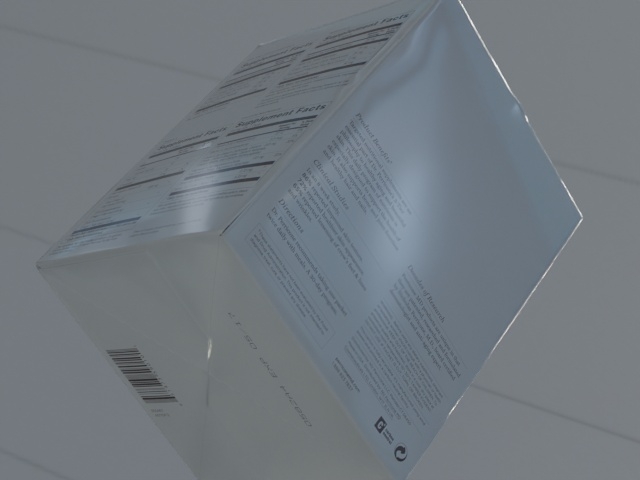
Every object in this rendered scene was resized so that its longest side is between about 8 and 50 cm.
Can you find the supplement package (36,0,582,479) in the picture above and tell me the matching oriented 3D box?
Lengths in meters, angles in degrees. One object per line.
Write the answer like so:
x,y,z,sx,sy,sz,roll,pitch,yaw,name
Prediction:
0.000,0.000,0.953,0.198,0.199,0.262,-9,-148,47,supplement package
